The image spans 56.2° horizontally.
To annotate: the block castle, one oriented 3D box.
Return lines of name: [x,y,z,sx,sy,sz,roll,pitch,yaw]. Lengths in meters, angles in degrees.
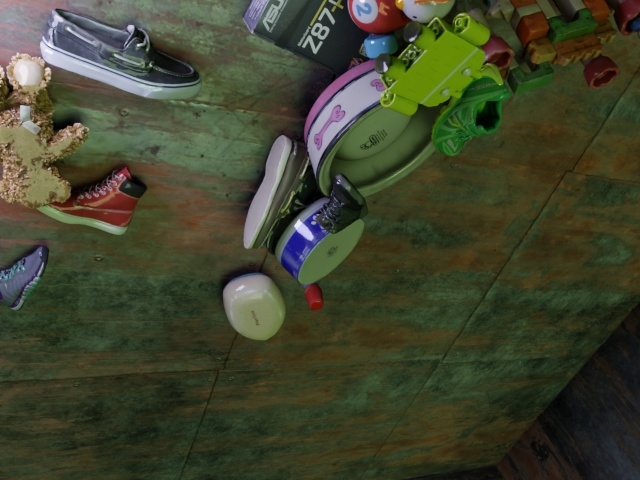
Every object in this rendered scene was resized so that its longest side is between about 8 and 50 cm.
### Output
block castle: [0.575,-0.467,1.522,0.452,0.213,0.303,-17,156,-5]

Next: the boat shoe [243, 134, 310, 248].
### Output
boat shoe: [-0.118,-0.118,1.624,0.096,0.116,0.325,14,105,-29]

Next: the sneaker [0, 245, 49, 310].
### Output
sneaker: [-0.790,0.094,1.559,0.098,0.083,0.224,25,117,-33]

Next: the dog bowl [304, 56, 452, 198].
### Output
dog bowl: [0.137,-0.287,1.524,0.407,0.150,0.408,-26,157,-12]

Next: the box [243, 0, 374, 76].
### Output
box: [0.059,-0.584,1.330,0.318,0.097,0.395,17,122,-34]

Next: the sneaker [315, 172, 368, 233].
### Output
sneaker: [0.046,-0.084,1.519,0.130,0.087,0.227,-37,162,-3]

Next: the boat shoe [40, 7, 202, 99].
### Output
boat shoe: [-0.405,-0.392,1.266,0.335,0.121,0.119,8,130,-28]

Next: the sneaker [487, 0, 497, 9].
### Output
sneaker: [0.527,-0.640,1.503,0.228,0.092,0.087,-28,137,2]

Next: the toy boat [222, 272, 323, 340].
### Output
toy boat: [-0.147,0.190,1.922,0.318,0.148,0.268,-13,129,-4]

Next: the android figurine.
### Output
android figurine: [0.238,-0.359,1.245,0.272,0.056,0.248,8,139,-47]

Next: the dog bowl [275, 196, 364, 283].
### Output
dog bowl: [0.000,0.000,1.751,0.265,0.104,0.265,-38,158,-19]

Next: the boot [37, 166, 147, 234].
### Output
boot: [-0.561,-0.123,1.471,0.244,0.088,0.176,16,117,-39]

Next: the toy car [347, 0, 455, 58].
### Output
toy car: [0.180,-0.488,1.199,0.210,0.238,0.219,-21,117,-7]

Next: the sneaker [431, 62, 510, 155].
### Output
sneaker: [0.356,-0.286,1.442,0.109,0.124,0.296,-22,159,-20]

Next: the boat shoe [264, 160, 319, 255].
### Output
boat shoe: [-0.071,-0.086,1.723,0.114,0.091,0.303,11,124,-32]

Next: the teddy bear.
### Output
teddy bear: [-0.649,-0.240,1.313,0.245,0.113,0.338,-29,127,-12]
